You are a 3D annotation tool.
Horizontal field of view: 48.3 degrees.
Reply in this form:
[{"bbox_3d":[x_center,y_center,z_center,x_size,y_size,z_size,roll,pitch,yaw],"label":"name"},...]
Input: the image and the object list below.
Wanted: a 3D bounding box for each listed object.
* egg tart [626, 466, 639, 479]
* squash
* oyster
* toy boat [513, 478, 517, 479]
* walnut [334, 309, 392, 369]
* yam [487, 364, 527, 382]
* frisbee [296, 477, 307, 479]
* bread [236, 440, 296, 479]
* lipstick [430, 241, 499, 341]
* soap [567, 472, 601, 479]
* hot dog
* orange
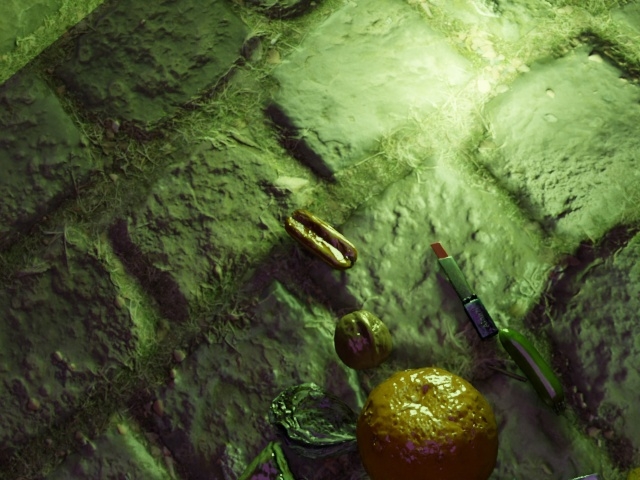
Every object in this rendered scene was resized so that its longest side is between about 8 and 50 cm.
[{"bbox_3d":[0.789,0.608,1.621,0.215,0.215,0.170,-4,58,10],"label":"egg tart"},{"bbox_3d":[0.551,0.330,1.839,0.069,0.069,0.258,-33,70,-2],"label":"squash"},{"bbox_3d":[-0.008,0.489,1.883,0.268,0.112,0.198,36,59,29],"label":"oyster"},{"bbox_3d":[0.494,0.679,1.698,0.098,0.109,0.237,-41,59,6],"label":"toy boat"},{"bbox_3d":[0.112,0.266,1.914,0.167,0.149,0.166,6,51,-8],"label":"walnut"},{"bbox_3d":[0.489,0.348,1.873,0.107,0.014,0.014,20,75,17],"label":"yam"},{"bbox_3d":[-0.070,0.747,1.842,0.211,0.012,0.187,-39,68,-4],"label":"frisbee"},{"bbox_3d":[-0.144,0.721,1.731,0.264,0.239,0.395,-27,66,1],"label":"bread"},{"bbox_3d":[0.387,0.126,1.956,0.051,0.051,0.312,-27,66,2],"label":"lipstick"},{"bbox_3d":[0.642,0.664,1.694,0.115,0.063,0.198,-22,67,11],"label":"soap"},{"bbox_3d":[0.000,0.000,2.073,0.250,0.068,0.100,38,68,19],"label":"hot dog"},{"bbox_3d":[0.257,0.480,1.717,0.341,0.293,0.340,-8,37,6],"label":"orange"}]
